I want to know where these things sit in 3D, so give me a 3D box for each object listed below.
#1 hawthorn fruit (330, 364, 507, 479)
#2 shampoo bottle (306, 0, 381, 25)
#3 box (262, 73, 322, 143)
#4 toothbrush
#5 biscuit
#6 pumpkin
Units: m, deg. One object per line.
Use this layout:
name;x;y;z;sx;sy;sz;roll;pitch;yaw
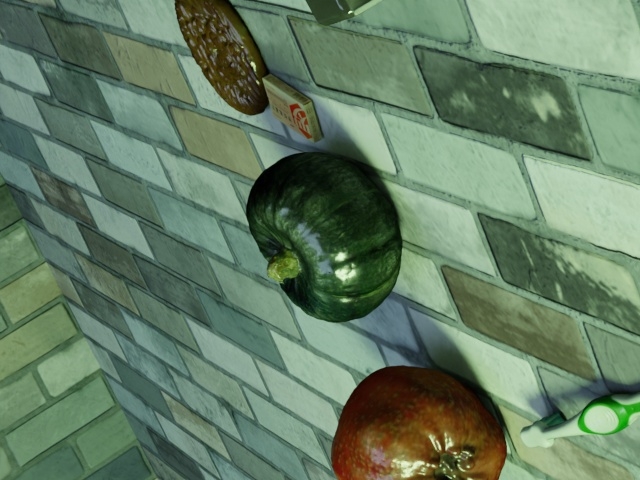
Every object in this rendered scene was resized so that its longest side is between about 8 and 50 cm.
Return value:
hawthorn fruit;0.105;0.246;2.131;0.253;0.205;0.205;18;137;64
shampoo bottle;-0.014;-0.333;1.693;0.246;0.080;0.079;61;159;-11
box;-0.034;-0.158;2.108;0.093;0.015;0.058;38;151;46
toothbrush;0.296;0.178;1.791;0.042;0.040;0.418;59;161;2
biscuit;-0.125;-0.237;2.188;0.188;0.027;0.188;47;158;26
pumpkin;0.001;-0.002;2.055;0.212;0.152;0.211;37;137;45
